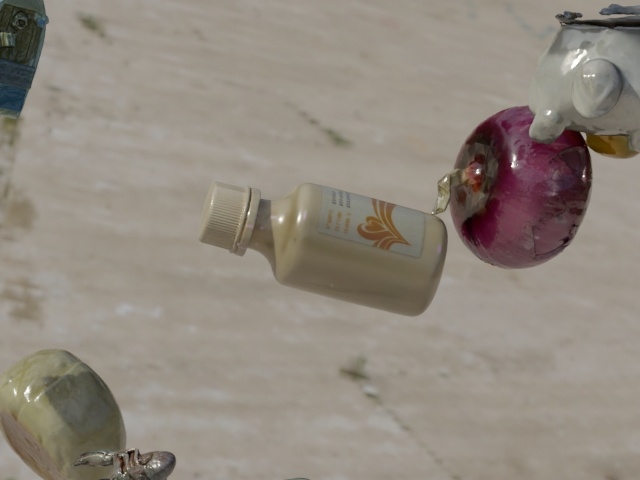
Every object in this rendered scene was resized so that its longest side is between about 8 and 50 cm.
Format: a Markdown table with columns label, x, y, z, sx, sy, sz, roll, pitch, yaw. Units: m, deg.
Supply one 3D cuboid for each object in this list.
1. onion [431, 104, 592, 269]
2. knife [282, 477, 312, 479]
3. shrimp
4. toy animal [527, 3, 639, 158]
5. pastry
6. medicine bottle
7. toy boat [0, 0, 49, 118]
| label | x | y | z | sx | sy | sz | roll | pitch | yaw |
| --- | --- | --- | --- | --- | --- | --- | --- | --- | --- |
| onion | 0.210 | -0.059 | 1.779 | 0.153 | 0.177 | 0.177 | 38 | 16 | -13 |
| knife | 0.016 | 0.273 | 1.759 | 0.026 | 0.022 | 0.184 | -39 | 29 | -30 |
| shrimp | -0.132 | 0.163 | 1.153 | 0.092 | 0.038 | 0.029 | -2 | 26 | 42 |
| toy animal | 0.335 | -0.164 | 1.734 | 0.325 | 0.154 | 0.208 | -8 | 17 | -39 |
| pastry | -0.255 | 0.181 | 1.653 | 0.092 | 0.156 | 0.156 | -33 | 44 | -25 |
| medicine bottle | 0.000 | 0.000 | 1.746 | 0.252 | 0.114 | 0.114 | 14 | 20 | -9 |
| toy boat | -0.360 | -0.224 | 1.958 | 0.069 | 0.173 | 0.059 | 13 | 1 | -29 |
